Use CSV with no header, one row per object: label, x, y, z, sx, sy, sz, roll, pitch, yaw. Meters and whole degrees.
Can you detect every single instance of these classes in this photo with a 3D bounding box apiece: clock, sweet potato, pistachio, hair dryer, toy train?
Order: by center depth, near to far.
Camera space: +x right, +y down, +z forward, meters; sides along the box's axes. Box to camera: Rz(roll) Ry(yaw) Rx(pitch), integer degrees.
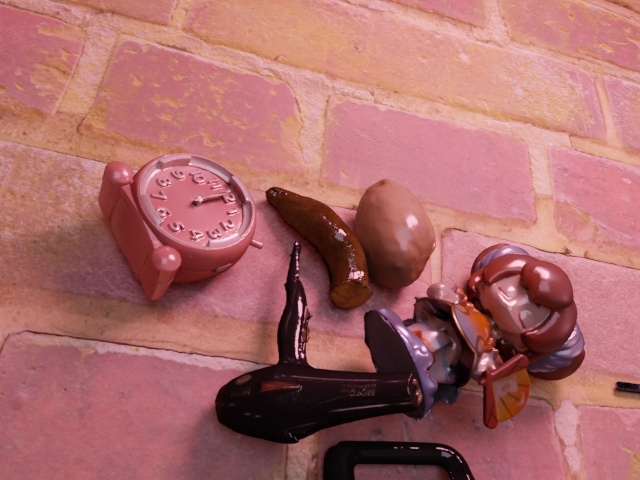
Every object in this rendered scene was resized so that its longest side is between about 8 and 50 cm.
hair dryer,-0.009,0.135,0.879,0.304,0.120,0.359,-13,52,16
clock,-0.225,-0.036,0.949,0.241,0.142,0.227,-21,70,-37
sweet potato,0.001,-0.003,1.024,0.112,0.085,0.285,-34,76,-21
pistachio,0.140,-0.015,1.056,0.152,0.126,0.223,-14,60,15
toy train,0.619,0.294,1.099,0.083,0.017,0.017,10,57,-13

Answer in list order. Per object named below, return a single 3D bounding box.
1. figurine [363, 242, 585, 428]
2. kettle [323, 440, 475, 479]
figurine,0.283,0.156,0.959,0.388,0.248,0.276,-22,73,-17
kettle,0.167,0.412,0.780,0.308,0.203,0.262,8,62,-10
